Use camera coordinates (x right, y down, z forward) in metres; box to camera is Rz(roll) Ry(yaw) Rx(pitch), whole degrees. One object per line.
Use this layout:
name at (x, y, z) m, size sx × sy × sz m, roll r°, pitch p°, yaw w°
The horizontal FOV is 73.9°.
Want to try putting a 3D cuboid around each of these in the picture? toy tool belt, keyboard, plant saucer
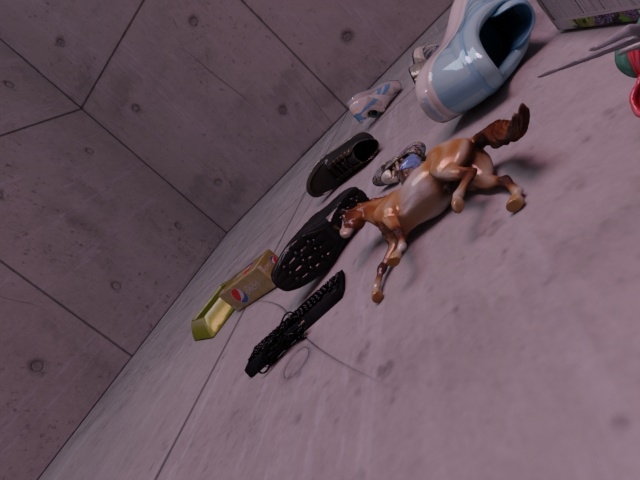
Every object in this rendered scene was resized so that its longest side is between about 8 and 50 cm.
toy tool belt at (0.134, -0.107, 0.632) m, size 0.052 × 0.051 × 0.083 m, roll -39°, pitch 15°, yaw 33°
keyboard at (-0.044, 0.112, 0.592) m, size 0.192 × 0.038 × 0.100 m, roll -45°, pitch 14°, yaw 15°
plant saucer at (-0.261, 0.166, 1.101) m, size 0.188 × 0.045 × 0.188 m, roll -55°, pitch 15°, yaw -29°

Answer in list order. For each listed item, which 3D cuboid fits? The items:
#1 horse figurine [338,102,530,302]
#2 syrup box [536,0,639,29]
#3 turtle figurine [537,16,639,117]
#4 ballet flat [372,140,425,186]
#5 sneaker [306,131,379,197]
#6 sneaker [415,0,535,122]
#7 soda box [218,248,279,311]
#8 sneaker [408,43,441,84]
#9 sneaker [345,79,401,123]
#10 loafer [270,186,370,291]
horse figurine at (0.121, -0.047, 0.476) m, size 0.263 × 0.066 × 0.174 m, roll -42°, pitch 20°, yaw 30°
syrup box at (0.343, -0.322, 0.496) m, size 0.093 × 0.096 × 0.237 m, roll -41°, pitch 14°, yaw 18°
turtle figurine at (0.256, -0.148, 0.229) m, size 0.234 × 0.118 × 0.175 m, roll -9°, pitch 53°, yaw 45°
ballet flat at (0.130, -0.121, 0.719) m, size 0.114 × 0.041 × 0.041 m, roll -39°, pitch 16°, yaw 35°
sneaker at (0.048, -0.190, 1.073) m, size 0.222 × 0.083 × 0.118 m, roll -44°, pitch 14°, yaw 9°
sneaker at (0.291, -0.342, 0.693) m, size 0.150 × 0.135 × 0.365 m, roll -13°, pitch 45°, yaw 55°
soda box at (-0.148, 0.090, 0.925) m, size 0.181 × 0.061 × 0.058 m, roll -35°, pitch 18°, yaw 44°
sneaker at (0.273, -0.376, 0.924) m, size 0.122 × 0.110 × 0.283 m, roll -20°, pitch 27°, yaw 26°
sneaker at (0.194, -0.476, 1.455) m, size 0.229 × 0.092 × 0.087 m, roll -32°, pitch 4°, yaw -22°
loafer at (0.000, 0.000, 0.710) m, size 0.223 × 0.076 × 0.078 m, roll -48°, pitch 7°, yaw -23°
